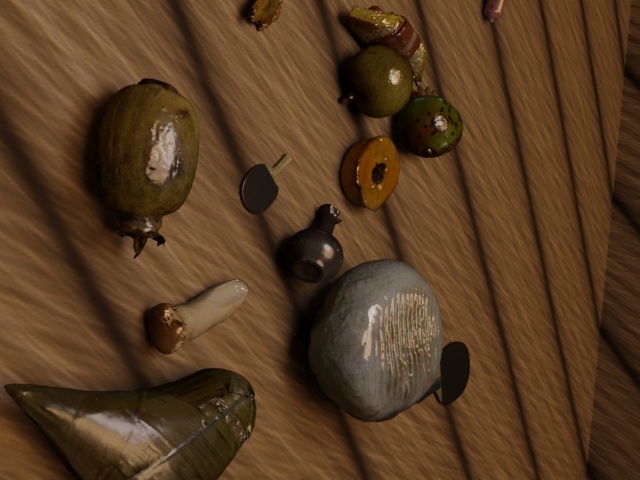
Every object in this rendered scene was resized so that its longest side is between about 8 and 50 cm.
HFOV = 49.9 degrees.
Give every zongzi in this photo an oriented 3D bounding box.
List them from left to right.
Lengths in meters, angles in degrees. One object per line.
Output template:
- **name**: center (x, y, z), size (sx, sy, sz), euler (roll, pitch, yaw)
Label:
- **zongzi**: center (-0.275, 0.257, 1.078), size (0.323, 0.160, 0.360), euler (-52, 122, -42)

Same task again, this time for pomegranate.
- **pomegranate**: center (0.264, -0.293, 1.682), size (0.159, 0.159, 0.205), euler (37, 39, -44)

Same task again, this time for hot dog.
- **hot dog**: center (0.159, -0.463, 1.560), size (0.261, 0.123, 0.093), euler (35, 75, -49)

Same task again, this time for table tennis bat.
- **table tennis bat**: center (-0.103, -0.118, 1.354), size (0.156, 0.013, 0.087), euler (-52, 128, -34)
- **table tennis bat**: center (0.342, 0.383, 1.900), size (0.301, 0.022, 0.173), euler (-17, 105, -49)

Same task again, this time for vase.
- **vase**: center (0.000, 0.000, 1.416), size (0.120, 0.120, 0.183), euler (59, 37, -33)

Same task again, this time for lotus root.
- **lotus root**: center (-0.268, -0.108, 1.056), size (0.154, 0.154, 0.278), euler (11, 86, -49)

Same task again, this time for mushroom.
- **mushroom**: center (-0.211, 0.123, 1.203), size (0.209, 0.071, 0.084), euler (-26, 80, -49)

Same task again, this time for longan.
- **longan**: center (0.120, -0.346, 1.517), size (0.176, 0.145, 0.155), euler (-23, 87, -5)

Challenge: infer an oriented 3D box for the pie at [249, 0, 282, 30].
- **pie**: center (-0.097, -0.467, 1.321), size (0.092, 0.034, 0.170), euler (67, 39, -55)

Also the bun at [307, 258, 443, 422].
- **bun**: center (0.115, 0.213, 1.478), size (0.362, 0.211, 0.362), euler (1, 89, -48)

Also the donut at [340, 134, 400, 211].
- **donut**: center (0.112, -0.157, 1.569), size (0.178, 0.065, 0.162), euler (-42, 127, -41)

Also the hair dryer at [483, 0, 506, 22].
- **hair dryer**: center (0.562, -0.795, 1.975), size (0.125, 0.210, 0.352), euler (4, 104, -55)

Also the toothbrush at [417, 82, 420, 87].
- **toothbrush**: center (0.245, -0.406, 1.749), size (0.131, 0.013, 0.011), euler (50, 51, -35)
